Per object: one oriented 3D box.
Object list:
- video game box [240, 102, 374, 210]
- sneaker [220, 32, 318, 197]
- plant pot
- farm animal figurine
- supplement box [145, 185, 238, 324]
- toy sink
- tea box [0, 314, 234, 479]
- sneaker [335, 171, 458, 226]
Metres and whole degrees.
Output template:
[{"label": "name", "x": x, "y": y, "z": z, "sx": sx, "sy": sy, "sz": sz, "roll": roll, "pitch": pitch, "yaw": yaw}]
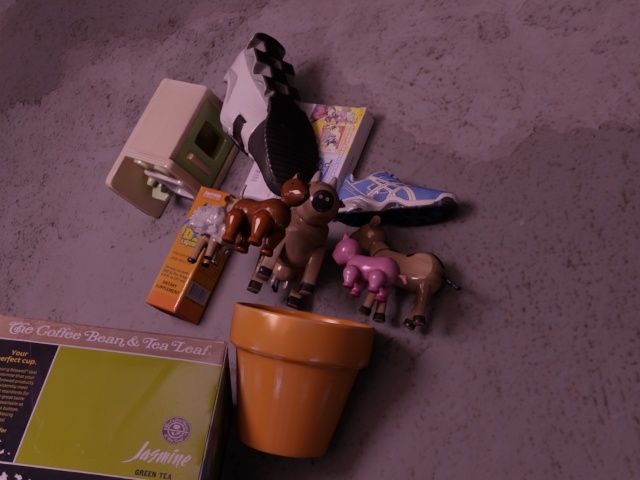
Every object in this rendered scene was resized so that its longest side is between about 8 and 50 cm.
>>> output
[{"label": "video game box", "x": -0.024, "y": -0.147, "z": 1.216, "sx": 0.187, "sy": 0.048, "sz": 0.205, "roll": 13, "pitch": 73, "yaw": 35}, {"label": "sneaker", "x": -0.102, "y": -0.194, "z": 1.198, "sx": 0.146, "sy": 0.122, "sz": 0.330, "roll": -34, "pitch": 53, "yaw": 33}, {"label": "plant pot", "x": -0.038, "y": 0.198, "z": 0.975, "sx": 0.205, "sy": 0.205, "sz": 0.188, "roll": 8, "pitch": 85, "yaw": 31}, {"label": "farm animal figurine", "x": 0.000, "y": 0.000, "z": 1.031, "sx": 0.327, "sy": 0.330, "sz": 0.172, "roll": -17, "pitch": 49, "yaw": 58}, {"label": "supplement box", "x": -0.216, "y": 0.024, "z": 1.217, "sx": 0.078, "sy": 0.080, "sz": 0.233, "roll": 14, "pitch": 71, "yaw": 30}, {"label": "toy sink", "x": -0.262, "y": -0.158, "z": 1.285, "sx": 0.131, "sy": 0.153, "sz": 0.234, "roll": 18, "pitch": 75, "yaw": 33}, {"label": "tea box", "x": -0.307, "y": 0.303, "z": 0.930, "sx": 0.329, "sy": 0.220, "sz": 0.323, "roll": 7, "pitch": 52, "yaw": 2}, {"label": "sneaker", "x": 0.115, "y": -0.071, "z": 1.084, "sx": 0.211, "sy": 0.080, "sz": 0.081, "roll": 2, "pitch": 70, "yaw": 28}]
